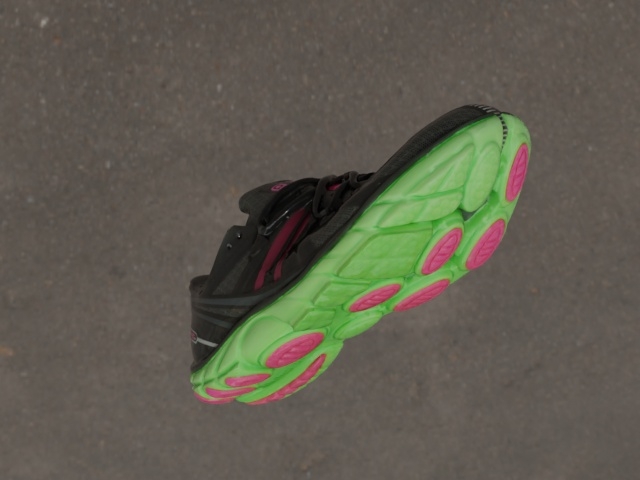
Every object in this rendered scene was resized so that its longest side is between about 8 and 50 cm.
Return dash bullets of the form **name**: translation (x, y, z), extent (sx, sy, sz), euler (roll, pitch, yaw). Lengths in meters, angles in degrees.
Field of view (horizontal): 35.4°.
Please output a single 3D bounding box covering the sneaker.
- **sneaker**: translation (0.000, 0.000, 1.016), extent (0.185, 0.202, 0.483), euler (7, 145, -45)
